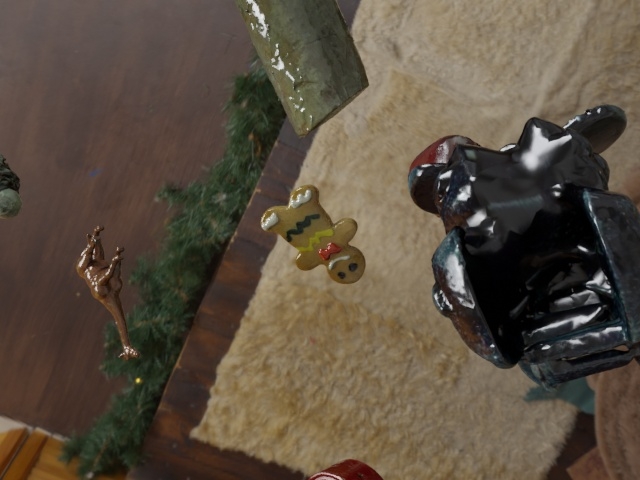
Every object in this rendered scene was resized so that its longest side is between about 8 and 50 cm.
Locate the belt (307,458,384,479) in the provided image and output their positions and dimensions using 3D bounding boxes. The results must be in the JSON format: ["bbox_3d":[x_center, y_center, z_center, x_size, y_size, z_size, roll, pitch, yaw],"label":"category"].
[{"bbox_3d":[0.085,0.674,1.528,0.227,0.115,0.323,-39,67,36],"label":"belt"}]

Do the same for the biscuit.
[{"bbox_3d":[0.000,0.001,1.356,0.158,0.035,0.240,-40,107,21],"label":"biscuit"}]

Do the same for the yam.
[{"bbox_3d":[-0.027,-0.318,1.084,0.161,0.161,0.267,-26,100,4],"label":"yam"}]

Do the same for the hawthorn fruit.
[{"bbox_3d":[0.221,-0.108,1.182,0.148,0.172,0.148,4,83,-37],"label":"hawthorn fruit"}]

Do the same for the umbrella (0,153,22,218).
[{"bbox_3d":[-0.318,-0.059,0.581,0.144,0.067,0.062,29,122,15],"label":"umbrella"}]

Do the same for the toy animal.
[{"bbox_3d":[-0.424,0.110,1.363,0.224,0.066,0.229,38,125,22],"label":"toy animal"}]

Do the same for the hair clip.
[{"bbox_3d":[0.186,0.011,0.564,0.195,0.310,0.206,-18,67,20],"label":"hair clip"}]
